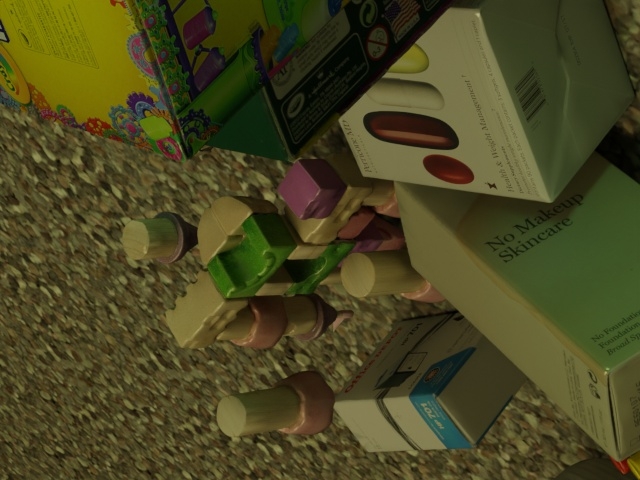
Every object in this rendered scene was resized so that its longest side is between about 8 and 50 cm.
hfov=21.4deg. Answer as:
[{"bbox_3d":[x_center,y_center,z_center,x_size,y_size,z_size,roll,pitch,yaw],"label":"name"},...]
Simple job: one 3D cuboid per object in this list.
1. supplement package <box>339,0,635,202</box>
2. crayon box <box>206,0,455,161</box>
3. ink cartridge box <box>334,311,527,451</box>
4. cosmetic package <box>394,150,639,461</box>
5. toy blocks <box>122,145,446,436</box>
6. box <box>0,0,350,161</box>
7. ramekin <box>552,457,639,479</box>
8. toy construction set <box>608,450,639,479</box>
[{"bbox_3d":[0.118,-0.158,1.410,0.203,0.149,0.194,10,137,42],"label":"supplement package"},{"bbox_3d":[-0.043,-0.228,1.296,0.313,0.363,0.106,14,140,39],"label":"crayon box"},{"bbox_3d":[0.122,0.151,1.809,0.082,0.139,0.190,52,149,-18],"label":"ink cartridge box"},{"bbox_3d":[0.212,0.026,1.424,0.309,0.160,0.113,44,158,45],"label":"cosmetic package"},{"bbox_3d":[0.000,0.000,1.729,0.288,0.260,0.309,-49,62,32],"label":"toy blocks"},{"bbox_3d":[-0.097,-0.257,1.023,0.177,0.279,0.290,18,141,35],"label":"box"},{"bbox_3d":[0.288,0.328,1.787,0.109,0.207,0.207,32,150,35],"label":"ramekin"},{"bbox_3d":[0.361,0.202,1.583,0.215,0.151,0.328,47,153,47],"label":"toy construction set"}]
